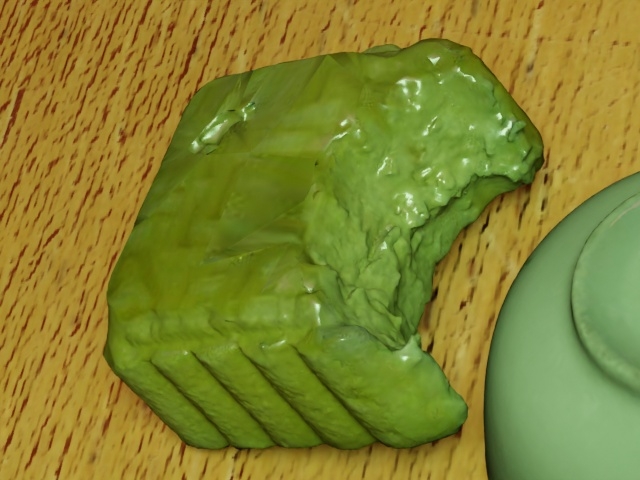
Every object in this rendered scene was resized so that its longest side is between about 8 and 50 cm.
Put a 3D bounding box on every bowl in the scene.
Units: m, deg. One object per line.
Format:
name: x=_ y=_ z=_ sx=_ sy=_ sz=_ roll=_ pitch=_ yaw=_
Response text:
bowl: x=0.206 y=0.057 z=0.897 sx=0.289 sy=0.146 sz=0.289 roll=-13 pitch=52 yaw=17

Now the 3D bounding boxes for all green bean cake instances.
green bean cake: x=0.000 y=0.000 z=1.025 sx=0.233 sy=0.124 sz=0.236 roll=-5 pitch=50 yaw=36
